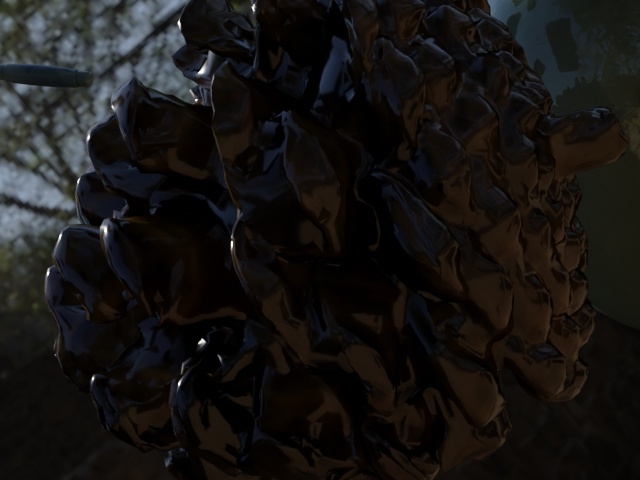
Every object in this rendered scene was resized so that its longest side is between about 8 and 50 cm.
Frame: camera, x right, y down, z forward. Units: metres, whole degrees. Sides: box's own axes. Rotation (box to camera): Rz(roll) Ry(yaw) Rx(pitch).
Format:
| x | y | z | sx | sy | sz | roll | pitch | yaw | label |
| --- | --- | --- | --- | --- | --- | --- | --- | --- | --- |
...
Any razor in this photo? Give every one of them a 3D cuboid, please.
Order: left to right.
| x | y | z | sx | sy | sz | roll | pitch | yaw | label |
| --- | --- | --- | --- | --- | --- | --- | --- | --- | --- |
| -0.278 | -0.155 | 1.268 | 0.040 | 0.135 | 0.068 | -33 | -51 | -80 | razor |

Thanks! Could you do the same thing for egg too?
| x | y | z | sx | sy | sz | roll | pitch | yaw | label |
| --- | --- | --- | --- | --- | --- | --- | --- | --- | --- |
| 0.207 | -0.063 | 0.864 | 0.203 | 0.282 | 0.203 | -34 | 11 | 8 | egg |

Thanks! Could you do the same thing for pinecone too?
| x | y | z | sx | sy | sz | roll | pitch | yaw | label |
| --- | --- | --- | --- | --- | --- | --- | --- | --- | --- |
| 0.004 | 0.006 | 0.573 | 0.257 | 0.243 | 0.243 | -45 | -4 | 9 | pinecone |
